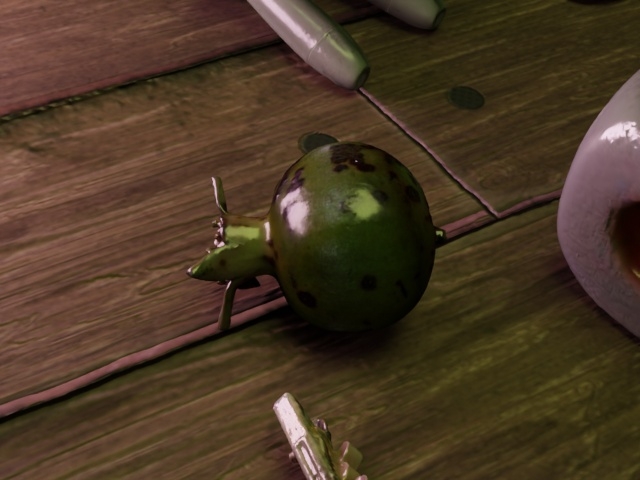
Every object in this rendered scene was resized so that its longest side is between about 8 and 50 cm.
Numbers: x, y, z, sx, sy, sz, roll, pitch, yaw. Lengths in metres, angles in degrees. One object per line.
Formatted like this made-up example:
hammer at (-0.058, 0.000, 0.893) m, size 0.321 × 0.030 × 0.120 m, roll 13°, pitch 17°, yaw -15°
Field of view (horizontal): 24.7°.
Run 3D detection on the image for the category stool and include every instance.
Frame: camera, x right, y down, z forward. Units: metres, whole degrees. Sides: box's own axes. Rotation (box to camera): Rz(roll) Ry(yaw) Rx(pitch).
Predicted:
stool at (0.016, -0.280, 1.330) m, size 0.198 × 0.195 × 0.195 m, roll 30°, pitch 44°, yaw 16°

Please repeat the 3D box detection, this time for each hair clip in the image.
hair clip at (0.010, 0.167, 0.912) m, size 0.056 × 0.062 × 0.214 m, roll 40°, pitch 10°, yaw -27°

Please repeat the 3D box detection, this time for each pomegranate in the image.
pomegranate at (0.004, 0.003, 1.075) m, size 0.169 × 0.148 × 0.148 m, roll -11°, pitch 38°, yaw 20°

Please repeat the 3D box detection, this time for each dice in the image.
dice at (0.312, -0.032, 1.127) m, size 0.191 × 0.193 × 0.194 m, roll -31°, pitch 57°, yaw -32°
